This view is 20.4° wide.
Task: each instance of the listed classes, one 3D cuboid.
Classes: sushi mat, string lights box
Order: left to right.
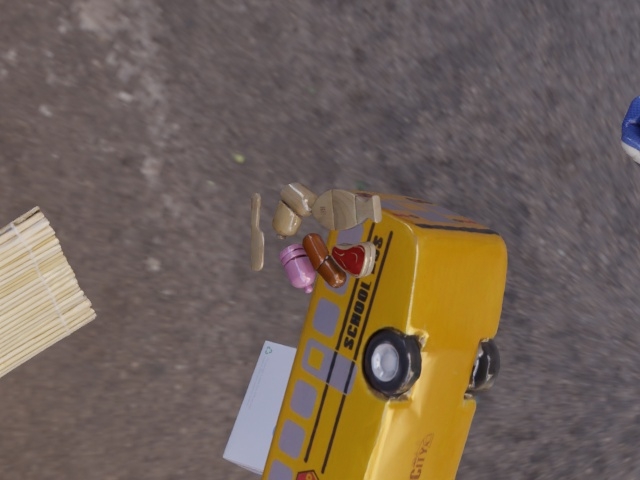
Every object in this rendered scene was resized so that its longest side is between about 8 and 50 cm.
[{"bbox_3d":[-0.318,0.101,1.315,0.316,0.151,0.019,-33,58,-9],"label":"sushi mat"},{"bbox_3d":[0.007,0.212,1.918,0.076,0.259,0.133,14,77,31],"label":"string lights box"}]

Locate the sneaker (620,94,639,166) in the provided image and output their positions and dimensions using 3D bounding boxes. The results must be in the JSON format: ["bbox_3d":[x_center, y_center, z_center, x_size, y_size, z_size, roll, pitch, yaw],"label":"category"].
[{"bbox_3d":[0.338,-0.075,1.255,0.296,0.131,0.112,-17,53,51],"label":"sneaker"}]

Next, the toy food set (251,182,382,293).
[{"bbox_3d":[0.000,0.000,1.229,0.122,0.019,0.078,10,103,45],"label":"toy food set"}]

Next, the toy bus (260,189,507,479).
[{"bbox_3d":[0.041,0.139,1.379,0.130,0.108,0.333,26,105,43],"label":"toy bus"}]
